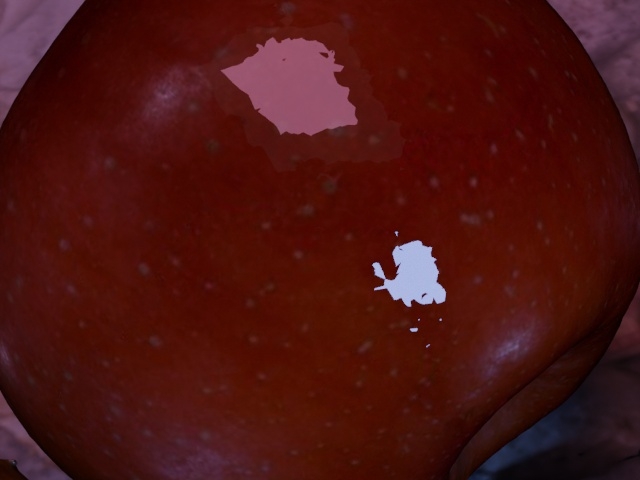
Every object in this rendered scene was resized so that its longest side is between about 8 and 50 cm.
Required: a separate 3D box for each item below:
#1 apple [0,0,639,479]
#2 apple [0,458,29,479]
[{"bbox_3d":[0.000,0.000,0.703,0.216,0.260,0.260,41,65,17],"label":"apple"},{"bbox_3d":[-0.177,0.154,0.646,0.195,0.173,0.160,-15,45,3],"label":"apple"}]
